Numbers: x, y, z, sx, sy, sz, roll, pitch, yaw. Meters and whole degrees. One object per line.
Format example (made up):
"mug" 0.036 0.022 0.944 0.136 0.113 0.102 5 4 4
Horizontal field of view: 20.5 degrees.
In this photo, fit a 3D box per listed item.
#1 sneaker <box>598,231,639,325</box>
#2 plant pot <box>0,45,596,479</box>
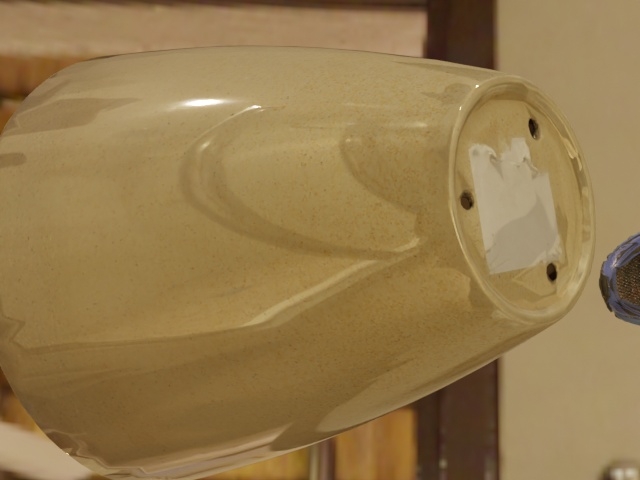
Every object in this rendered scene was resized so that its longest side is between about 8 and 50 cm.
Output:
"sneaker" 0.327 0.019 1.396 0.221 0.083 0.087 -9 -5 -11
"plant pot" 0.000 0.000 0.955 0.274 0.256 0.256 -9 -32 41
